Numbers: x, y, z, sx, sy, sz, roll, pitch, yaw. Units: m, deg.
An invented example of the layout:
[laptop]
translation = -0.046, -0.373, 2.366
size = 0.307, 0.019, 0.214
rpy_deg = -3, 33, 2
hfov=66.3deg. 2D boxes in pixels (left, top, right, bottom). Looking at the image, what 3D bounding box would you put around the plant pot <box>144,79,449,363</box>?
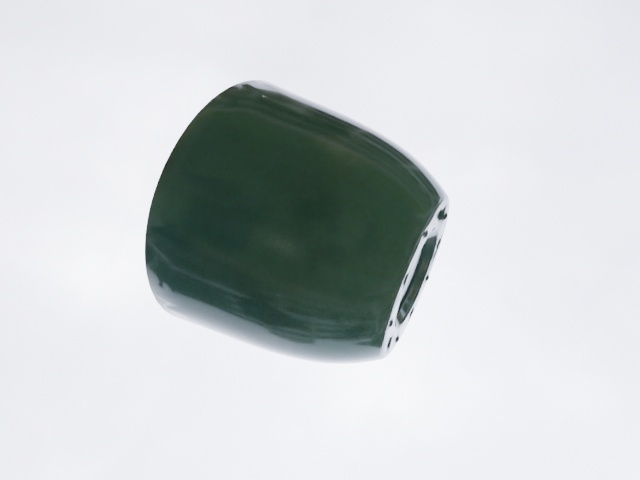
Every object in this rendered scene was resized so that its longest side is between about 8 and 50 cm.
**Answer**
[plant pot]
translation = 0.000, 0.000, 0.544
size = 0.235, 0.293, 0.293
rpy_deg = 23, -111, 20
